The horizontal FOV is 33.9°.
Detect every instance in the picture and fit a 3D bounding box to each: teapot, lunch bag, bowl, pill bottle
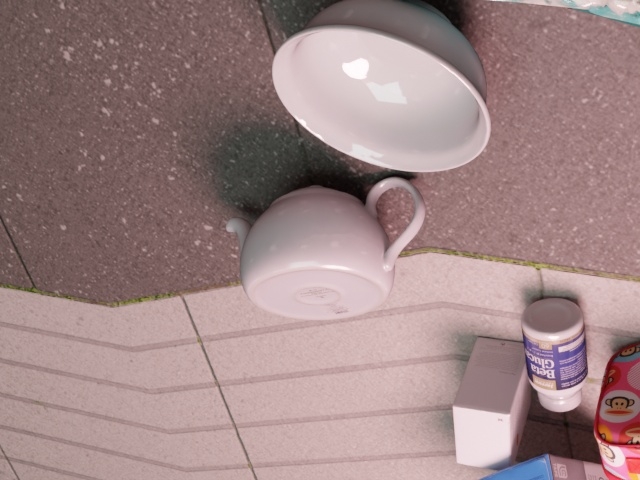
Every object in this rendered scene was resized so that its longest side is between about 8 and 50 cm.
[{"bbox_3d":[0.000,0.000,1.613,0.256,0.187,0.252,9,154,-14],"label":"teapot"},{"bbox_3d":[0.545,0.259,1.499,0.293,0.258,0.120,-4,123,28],"label":"lunch bag"},{"bbox_3d":[0.096,-0.227,1.388,0.298,0.134,0.298,17,154,9],"label":"bowl"},{"bbox_3d":[0.366,0.181,1.631,0.094,0.094,0.169,2,126,24],"label":"pill bottle"}]

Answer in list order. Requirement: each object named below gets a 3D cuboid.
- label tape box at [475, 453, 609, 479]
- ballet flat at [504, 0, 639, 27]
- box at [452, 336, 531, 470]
[{"bbox_3d":[0.387,0.445,1.701,0.334,0.106,0.241,17,143,-38],"label":"label tape box"},{"bbox_3d":[0.281,-0.336,1.274,0.409,0.147,0.147,12,129,12],"label":"ballet flat"},{"bbox_3d":[0.278,0.260,1.682,0.091,0.170,0.130,7,126,21],"label":"box"}]
